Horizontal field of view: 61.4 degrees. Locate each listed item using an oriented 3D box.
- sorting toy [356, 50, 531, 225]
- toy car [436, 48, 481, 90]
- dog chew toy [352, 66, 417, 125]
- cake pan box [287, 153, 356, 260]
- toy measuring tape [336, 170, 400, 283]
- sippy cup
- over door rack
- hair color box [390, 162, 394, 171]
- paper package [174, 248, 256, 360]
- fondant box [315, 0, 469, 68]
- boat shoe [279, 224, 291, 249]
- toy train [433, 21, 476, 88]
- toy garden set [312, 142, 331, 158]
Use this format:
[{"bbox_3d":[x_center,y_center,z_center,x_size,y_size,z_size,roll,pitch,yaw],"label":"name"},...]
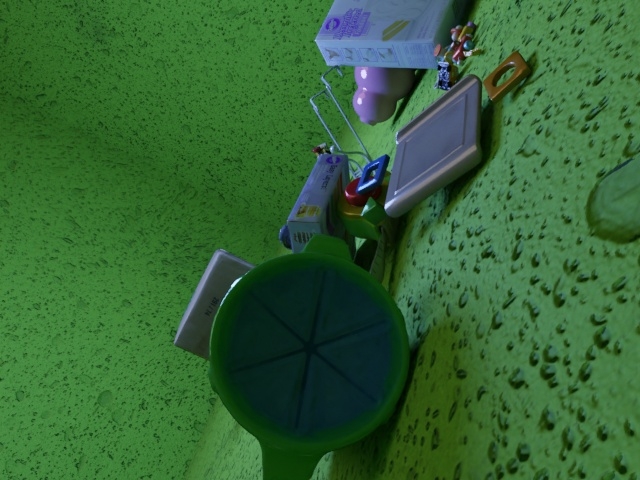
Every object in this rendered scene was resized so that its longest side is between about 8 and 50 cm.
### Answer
[{"bbox_3d":[0.183,-0.140,0.828,0.348,0.047,0.196,-36,31,42],"label":"sorting toy"},{"bbox_3d":[0.276,-0.332,1.051,0.041,0.060,0.122,-21,11,-22],"label":"toy car"},{"bbox_3d":[0.193,-0.496,1.556,0.206,0.207,0.331,-96,25,-77],"label":"dog chew toy"},{"bbox_3d":[0.012,-0.001,1.085,0.245,0.070,0.266,-65,-26,-50],"label":"cake pan box"},{"bbox_3d":[0.073,-0.017,0.961,0.121,0.121,0.330,-56,10,47],"label":"toy measuring tape"},{"bbox_3d":[-0.023,0.161,0.713,0.305,0.240,0.224,-41,-12,-21],"label":"sippy cup"},{"bbox_3d":[0.042,-0.294,1.532,0.108,0.324,0.239,-21,2,-9],"label":"over door rack"},{"bbox_3d":[0.185,-0.172,1.020,0.072,0.043,0.141,-65,6,-13],"label":"hair color box"},{"bbox_3d":[-0.258,0.228,1.713,0.324,0.310,0.168,-65,7,-3],"label":"paper package"},{"bbox_3d":[0.182,-0.562,1.367,0.096,0.330,0.238,48,-120,-53],"label":"fondant box"},{"bbox_3d":[-0.079,-0.012,1.731,0.301,0.102,0.108,-24,-49,-86],"label":"boat shoe"},{"bbox_3d":[0.280,-0.407,1.166,0.125,0.046,0.166,-66,8,-18],"label":"toy train"},{"bbox_3d":[0.047,-0.239,1.774,0.049,0.203,0.244,-25,19,13],"label":"toy garden set"}]
